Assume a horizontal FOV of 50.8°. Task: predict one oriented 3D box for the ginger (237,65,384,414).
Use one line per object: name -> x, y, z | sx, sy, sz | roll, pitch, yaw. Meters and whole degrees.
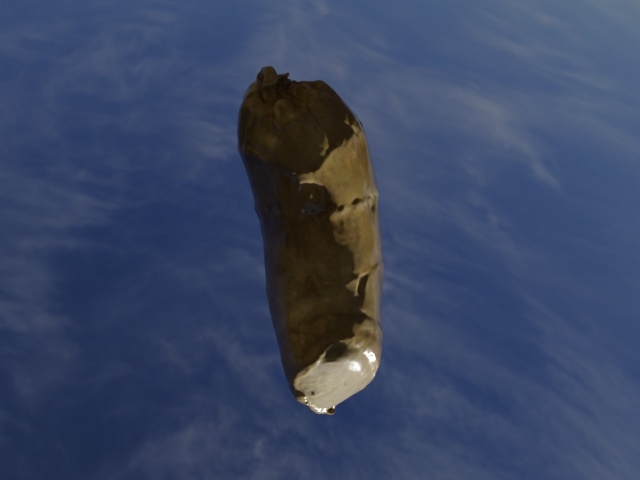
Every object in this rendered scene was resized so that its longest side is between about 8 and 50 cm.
ginger -> -0.002, 0.000, 0.370 | 0.069, 0.190, 0.095 | -4, -169, 27
